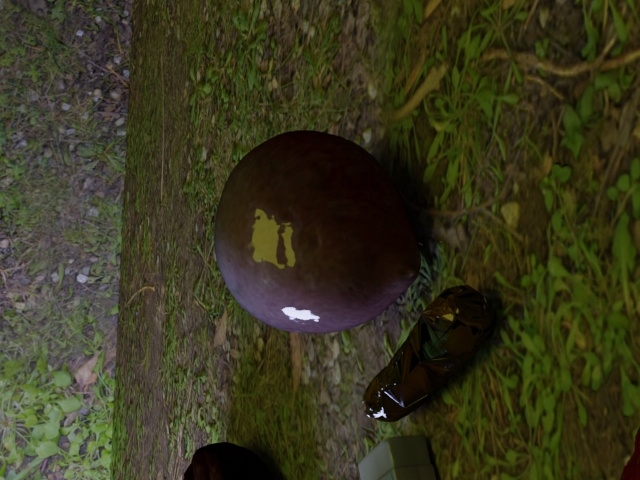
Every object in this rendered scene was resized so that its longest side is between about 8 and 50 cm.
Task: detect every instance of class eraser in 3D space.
[{"bbox_3d":[0.097,0.326,0.999,0.095,0.052,0.225,122,143,-53],"label":"eraser"}]

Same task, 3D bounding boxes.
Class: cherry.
[{"bbox_3d":[-0.010,-0.003,1.071,0.239,0.206,0.239,-166,90,-71],"label":"cherry"}]

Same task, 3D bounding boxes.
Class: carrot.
[{"bbox_3d":[0.106,0.122,0.974,0.228,0.069,0.069,119,144,-52],"label":"carrot"}]

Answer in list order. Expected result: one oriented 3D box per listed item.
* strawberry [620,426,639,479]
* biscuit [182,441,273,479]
[{"bbox_3d":[0.243,0.195,0.642,0.146,0.082,0.187,-35,52,54],"label":"strawberry"},{"bbox_3d":[-0.131,0.519,1.488,0.407,0.091,0.407,-178,90,-65],"label":"biscuit"}]
